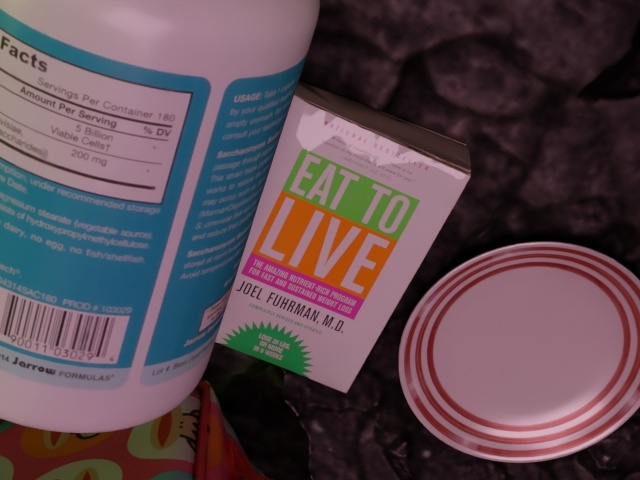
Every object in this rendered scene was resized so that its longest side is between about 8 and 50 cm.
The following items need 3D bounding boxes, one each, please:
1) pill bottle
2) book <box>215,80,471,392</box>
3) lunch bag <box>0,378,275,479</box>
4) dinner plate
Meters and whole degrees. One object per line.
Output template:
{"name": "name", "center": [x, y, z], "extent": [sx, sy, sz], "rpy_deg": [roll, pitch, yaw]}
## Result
{"name": "pill bottle", "center": [-0.088, -0.059, 0.594], "extent": [0.146, 0.146, 0.264], "rpy_deg": [14, 118, -11]}
{"name": "book", "center": [0.000, 0.000, 0.701], "extent": [0.096, 0.035, 0.144], "rpy_deg": [22, 118, -10]}
{"name": "lunch bag", "center": [-0.120, 0.180, 0.649], "extent": [0.258, 0.293, 0.120], "rpy_deg": [-18, 115, 8]}
{"name": "dinner plate", "center": [0.111, 0.059, 0.745], "extent": [0.141, 0.017, 0.141], "rpy_deg": [-1, 121, -3]}
